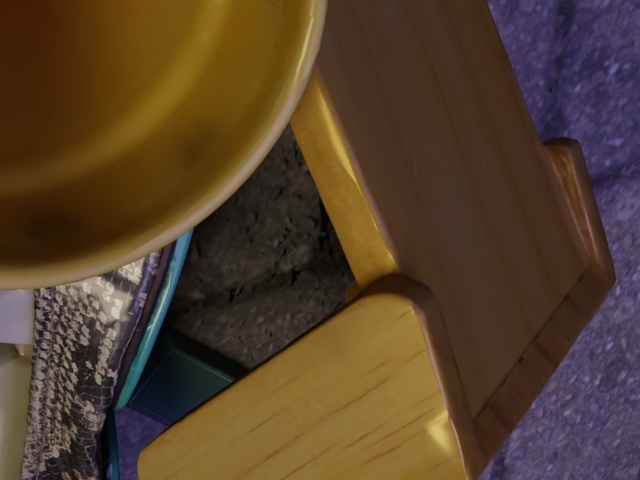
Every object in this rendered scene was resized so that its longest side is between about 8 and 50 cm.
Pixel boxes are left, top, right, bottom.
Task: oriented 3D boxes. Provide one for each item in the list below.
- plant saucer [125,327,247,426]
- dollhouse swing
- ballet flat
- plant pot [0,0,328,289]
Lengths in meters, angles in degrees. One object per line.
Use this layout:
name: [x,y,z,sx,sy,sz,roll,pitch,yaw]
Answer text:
plant saucer: [-0.073,0.128,1.150,0.067,0.018,0.192,-51,137,5]
dollhouse swing: [0.000,0.000,0.973,0.315,0.305,0.347,-36,-179,30]
ballet flat: [-0.185,0.087,0.954,0.182,0.164,0.483,5,120,-16]
plant pot: [-0.162,-0.142,0.729,0.254,0.239,0.254,-20,131,-25]
